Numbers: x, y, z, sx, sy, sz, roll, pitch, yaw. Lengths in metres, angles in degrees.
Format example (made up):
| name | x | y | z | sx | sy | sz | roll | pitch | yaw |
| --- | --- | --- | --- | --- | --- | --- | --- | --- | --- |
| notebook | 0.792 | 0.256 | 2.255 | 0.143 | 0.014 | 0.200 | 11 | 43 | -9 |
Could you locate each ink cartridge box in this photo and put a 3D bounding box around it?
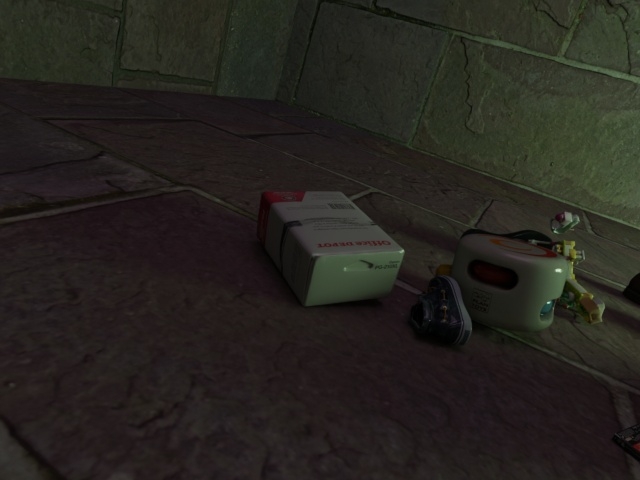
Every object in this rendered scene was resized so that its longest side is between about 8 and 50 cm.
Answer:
| name | x | y | z | sx | sy | sz | roll | pitch | yaw |
| --- | --- | --- | --- | --- | --- | --- | --- | --- | --- |
| ink cartridge box | 0.007 | 0.004 | 0.826 | 0.172 | 0.100 | 0.237 | -3 | 30 | -26 |

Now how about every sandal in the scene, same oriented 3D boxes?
| name | x | y | z | sx | sy | sz | roll | pitch | yaw |
| --- | --- | --- | --- | --- | --- | --- | --- | --- | --- |
| sandal | 0.479 | 0.024 | 1.196 | 0.254 | 0.097 | 0.054 | 1 | 22 | -12 |

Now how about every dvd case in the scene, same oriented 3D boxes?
| name | x | y | z | sx | sy | sz | roll | pitch | yaw |
| --- | --- | --- | --- | --- | --- | --- | --- | --- | --- |
| dvd case | 0.457 | 0.290 | 0.608 | 0.087 | 0.013 | 0.119 | 2 | 24 | -35 |

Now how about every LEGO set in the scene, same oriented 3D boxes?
| name | x | y | z | sx | sy | sz | roll | pitch | yaw |
| --- | --- | --- | --- | --- | --- | --- | --- | --- | --- |
| LEGO set | 0.549 | 0.074 | 1.089 | 0.107 | 0.132 | 0.287 | 7 | 55 | 2 |

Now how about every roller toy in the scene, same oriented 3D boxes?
| name | x | y | z | sx | sy | sz | roll | pitch | yaw |
| --- | --- | --- | --- | --- | --- | --- | --- | --- | --- |
| roller toy | 0.334 | 0.078 | 0.861 | 0.209 | 0.146 | 0.191 | 9 | 13 | -5 |

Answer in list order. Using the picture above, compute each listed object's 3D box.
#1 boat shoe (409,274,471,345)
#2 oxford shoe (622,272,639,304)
| name | x | y | z | sx | sy | sz | roll | pitch | yaw |
| --- | --- | --- | --- | --- | --- | --- | --- | --- | --- |
| boat shoe | 0.193 | 0.103 | 0.799 | 0.083 | 0.065 | 0.183 | 16 | 22 | -6 |
| oxford shoe | 0.905 | 0.154 | 1.186 | 0.083 | 0.096 | 0.227 | -4 | 31 | -47 |
